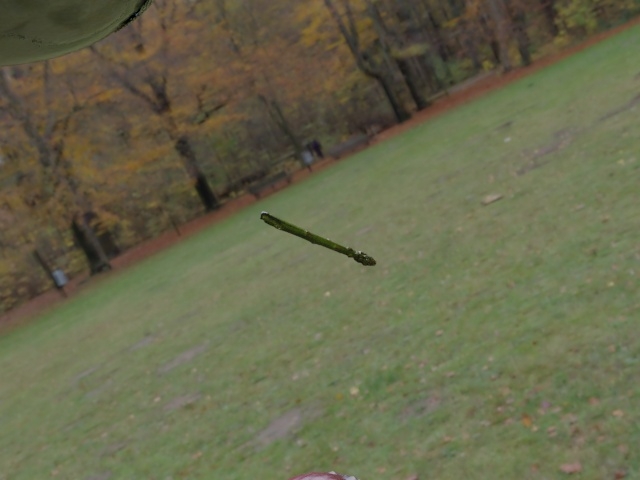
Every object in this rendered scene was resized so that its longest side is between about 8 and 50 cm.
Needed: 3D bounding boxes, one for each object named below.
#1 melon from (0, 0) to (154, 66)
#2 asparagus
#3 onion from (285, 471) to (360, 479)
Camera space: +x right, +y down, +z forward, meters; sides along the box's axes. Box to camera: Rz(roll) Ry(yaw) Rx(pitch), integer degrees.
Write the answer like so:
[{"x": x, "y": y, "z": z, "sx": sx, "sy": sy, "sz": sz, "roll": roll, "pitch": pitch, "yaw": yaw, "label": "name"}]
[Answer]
[{"x": -0.206, "y": -0.229, "z": 0.450, "sx": 0.268, "sy": 0.330, "sz": 0.268, "roll": -46, "pitch": 29, "yaw": 34, "label": "melon"}, {"x": 0.000, "y": 0.000, "z": 0.937, "sx": 0.166, "sy": 0.013, "sz": 0.016, "roll": 23, "pitch": -2, "yaw": -38, "label": "asparagus"}, {"x": 0.025, "y": 0.347, "z": 0.874, "sx": 0.248, "sy": 0.248, "sz": 0.161, "roll": -20, "pitch": -4, "yaw": 41, "label": "onion"}]
